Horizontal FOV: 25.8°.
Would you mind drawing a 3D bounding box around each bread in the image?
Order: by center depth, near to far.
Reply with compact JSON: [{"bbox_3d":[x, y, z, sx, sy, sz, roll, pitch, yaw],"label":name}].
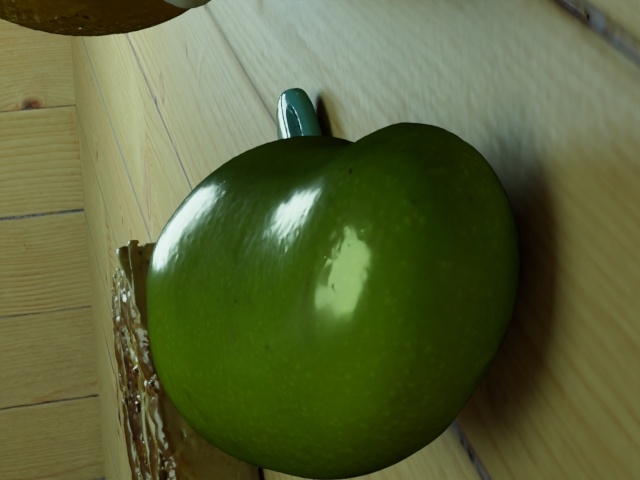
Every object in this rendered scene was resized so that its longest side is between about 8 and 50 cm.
[{"bbox_3d":[-0.136,0.146,1.366,0.185,0.114,0.275,131,129,-73],"label":"bread"}]

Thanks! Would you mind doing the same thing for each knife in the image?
[{"bbox_3d":[0.000,0.000,0.892,0.064,0.031,0.222,114,147,-58],"label":"knife"}]

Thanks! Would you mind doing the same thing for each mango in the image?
[{"bbox_3d":[0.004,0.028,0.682,0.293,0.142,0.175,157,112,-65],"label":"mango"}]

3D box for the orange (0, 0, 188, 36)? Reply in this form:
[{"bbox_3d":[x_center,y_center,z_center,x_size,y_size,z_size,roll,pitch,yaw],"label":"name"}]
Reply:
[{"bbox_3d":[-0.157,-0.262,0.916,0.274,0.274,0.274,173,90,-77],"label":"orange"}]

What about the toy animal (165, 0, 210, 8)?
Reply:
[{"bbox_3d":[-0.027,-0.209,0.574,0.156,0.204,0.208,52,169,39],"label":"toy animal"}]
